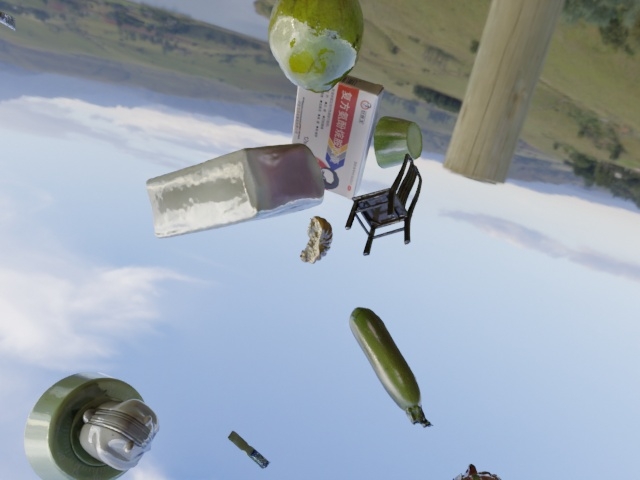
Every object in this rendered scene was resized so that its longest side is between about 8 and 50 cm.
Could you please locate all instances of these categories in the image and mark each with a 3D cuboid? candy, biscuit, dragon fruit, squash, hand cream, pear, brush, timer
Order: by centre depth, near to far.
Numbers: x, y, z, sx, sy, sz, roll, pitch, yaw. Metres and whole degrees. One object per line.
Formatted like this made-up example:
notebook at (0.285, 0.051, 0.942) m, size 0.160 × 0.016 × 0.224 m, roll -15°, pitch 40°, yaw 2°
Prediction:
pear at (-0.008, -0.448, 1.130) m, size 0.213 × 0.269 × 0.212 m, roll 4°, pitch -136°, yaw -4°
candy at (-0.193, -0.105, 1.150) m, size 0.359 × 0.144 × 0.208 m, roll -9°, pitch -176°, yaw 38°
dragon fruit at (0.362, 0.579, 1.162) m, size 0.236 × 0.137 × 0.135 m, roll 30°, pitch -171°, yaw -41°
hand cream at (-0.703, -0.495, 1.191) m, size 0.019 × 0.030 × 0.093 m, roll 0°, pitch -168°, yaw -8°
squash at (0.163, 0.295, 1.260) m, size 0.087 × 0.087 × 0.331 m, roll 0°, pitch -128°, yaw -46°
timer at (-0.515, 0.467, 1.295) m, size 0.316 × 0.290 × 0.291 m, roll -14°, pitch 171°, yaw 41°
squash at (0.247, -0.316, 1.689) m, size 0.123 × 0.170 × 0.170 m, roll 2°, pitch -175°, yaw 35°
brush at (-0.229, 0.677, 1.706) m, size 0.178 × 0.033 × 0.030 m, roll 49°, pitch 149°, yaw -21°
biscuit at (0.000, 0.000, 1.923) m, size 0.118 × 0.182 × 0.061 m, roll -2°, pitch -158°, yaw -38°

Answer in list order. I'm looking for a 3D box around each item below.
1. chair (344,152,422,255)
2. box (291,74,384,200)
chair at (0.127, -0.077, 1.022) m, size 0.102 × 0.084 × 0.212 m, roll -16°, pitch -146°, yaw 30°
box at (0.032, -0.291, 1.467) m, size 0.215 × 0.353 × 0.069 m, roll 21°, pitch -132°, yaw 10°
